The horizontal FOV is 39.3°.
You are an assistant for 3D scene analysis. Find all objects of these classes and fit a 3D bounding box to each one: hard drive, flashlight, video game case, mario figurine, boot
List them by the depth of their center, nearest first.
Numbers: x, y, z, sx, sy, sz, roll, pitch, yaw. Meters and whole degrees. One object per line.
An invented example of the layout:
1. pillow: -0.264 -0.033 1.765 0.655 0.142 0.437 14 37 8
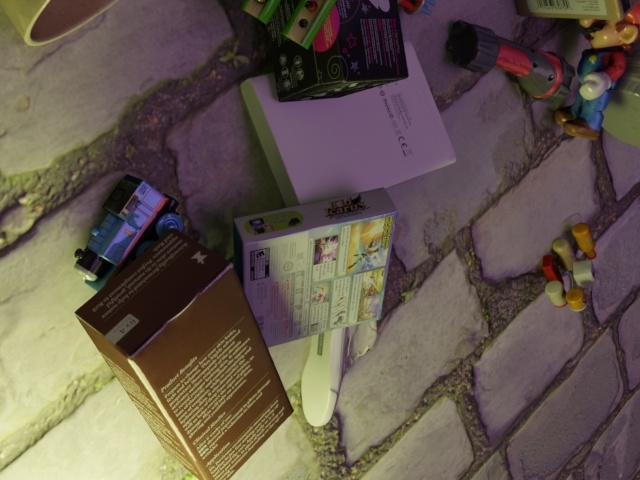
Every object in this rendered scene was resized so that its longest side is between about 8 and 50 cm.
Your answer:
1. video game case: -0.013 0.051 1.425 0.244 0.061 0.269 -12 139 -15
2. hard drive: 0.056 -0.190 1.488 0.353 0.047 0.233 -22 90 -36
3. boot: 0.045 0.207 1.621 0.123 0.095 0.258 3 100 -35
4. flashlight: 0.375 -0.342 1.752 0.304 0.103 0.103 4 107 -43
5. mario figurine: 0.559 -0.384 1.860 0.170 0.198 0.321 -1 117 -38

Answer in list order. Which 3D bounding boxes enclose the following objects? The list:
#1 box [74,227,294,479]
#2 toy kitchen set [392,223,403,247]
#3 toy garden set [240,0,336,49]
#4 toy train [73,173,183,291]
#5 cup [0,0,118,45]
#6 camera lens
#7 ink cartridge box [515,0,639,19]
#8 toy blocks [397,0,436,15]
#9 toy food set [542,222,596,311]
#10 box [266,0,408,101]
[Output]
1. box: -0.186 0.187 1.325 0.191 0.143 0.381 -43 143 -24
2. toy kitchen set: 0.000 0.000 1.532 0.207 0.122 0.166 30 82 -23
3. toy garden set: -0.071 -0.415 1.224 0.204 0.244 0.049 -59 176 7
4. toy train: -0.278 -0.002 1.286 0.105 0.080 0.184 39 80 -33
5. cup: -0.283 -0.421 1.026 0.331 0.331 0.237 -43 101 -24
6. camera lens: 0.759 -0.371 2.005 0.274 0.219 0.219 -54 131 -15
7. ink cartridge box: 0.468 -0.521 1.687 0.088 0.234 0.193 -45 127 -24
8. toy blocks: 0.153 -0.459 1.548 0.148 0.054 0.123 12 95 -43
9. toy food set: 0.574 0.082 2.038 0.104 0.111 0.232 54 35 -38
10. box: 0.015 -0.346 1.350 0.142 0.163 0.247 -11 93 -40
